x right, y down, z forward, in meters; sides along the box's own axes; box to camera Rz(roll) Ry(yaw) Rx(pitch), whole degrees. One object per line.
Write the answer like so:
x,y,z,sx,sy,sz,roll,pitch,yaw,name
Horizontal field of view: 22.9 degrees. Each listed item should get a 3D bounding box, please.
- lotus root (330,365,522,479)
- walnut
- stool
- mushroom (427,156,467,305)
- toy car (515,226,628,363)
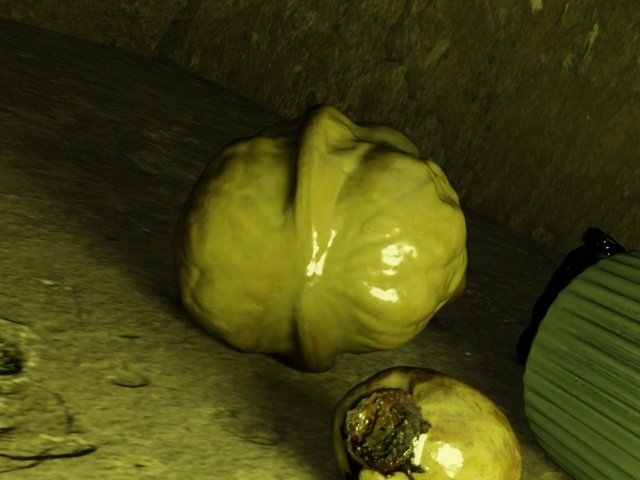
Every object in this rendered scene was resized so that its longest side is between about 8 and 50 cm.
0.096,0.169,1.266,0.138,0.138,0.214,31,10,39,lotus root
0.002,0.001,1.583,0.282,0.253,0.277,26,16,-1,walnut
0.390,0.174,1.541,0.297,0.297,0.330,18,6,-33,stool
0.086,0.030,2.147,0.162,0.173,0.236,-19,-16,-22,mushroom
0.416,0.131,2.081,0.176,0.213,0.359,30,4,-23,toy car
